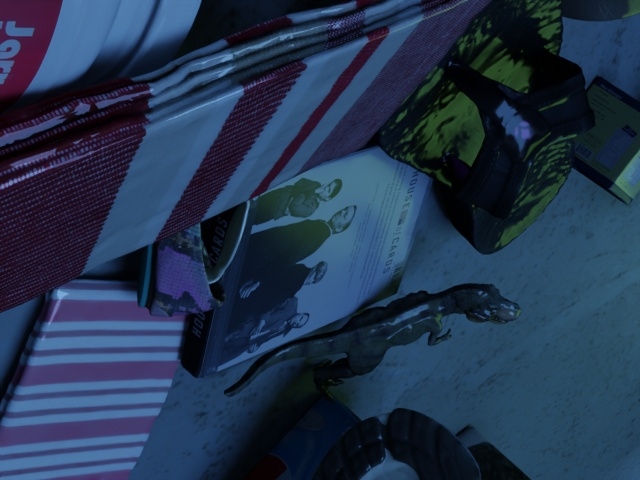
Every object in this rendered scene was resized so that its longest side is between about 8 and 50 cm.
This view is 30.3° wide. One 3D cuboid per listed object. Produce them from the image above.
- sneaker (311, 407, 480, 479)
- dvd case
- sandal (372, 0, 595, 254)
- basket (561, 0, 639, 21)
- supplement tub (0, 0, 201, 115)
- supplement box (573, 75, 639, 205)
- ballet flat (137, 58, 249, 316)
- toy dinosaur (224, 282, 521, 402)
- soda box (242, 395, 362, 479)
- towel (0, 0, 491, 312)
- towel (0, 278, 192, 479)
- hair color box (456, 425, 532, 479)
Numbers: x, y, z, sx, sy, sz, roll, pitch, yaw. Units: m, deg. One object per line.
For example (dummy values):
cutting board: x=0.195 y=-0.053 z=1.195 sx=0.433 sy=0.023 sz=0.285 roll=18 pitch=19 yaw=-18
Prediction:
sneaker: x=0.005 y=0.328 z=1.080 sx=0.410 sy=0.158 sz=0.182 roll=-48 pitch=162 yaw=8
dvd case: x=0.000 y=0.000 z=0.945 sx=0.238 sy=0.029 sz=0.179 roll=-20 pitch=137 yaw=-44
sandal: x=0.155 y=-0.079 z=0.918 sx=0.167 sy=0.107 sz=0.446 roll=-48 pitch=157 yaw=2
basket: x=0.196 y=-0.277 z=0.821 sx=0.204 sy=0.154 sz=0.227 roll=-42 pitch=148 yaw=-15
supplement tub: x=-0.200 y=-0.140 z=0.482 sx=0.272 sy=0.191 sz=0.191 roll=-8 pitch=128 yaw=-42
supplement box: x=0.279 y=-0.095 z=1.127 sx=0.083 sy=0.083 sz=0.056 roll=-53 pitch=145 yaw=8
ballet flat: x=-0.086 y=-0.038 z=0.786 sx=0.079 sy=0.077 sz=0.221 roll=-4 pitch=130 yaw=-9
toy dinosaur: x=0.039 y=0.092 z=1.050 sx=0.268 sy=0.064 sz=0.118 roll=-19 pitch=164 yaw=-10
soda box: x=-0.032 y=0.249 z=1.128 sx=0.210 sy=0.067 sz=0.071 roll=-47 pitch=144 yaw=-4
towel: x=-0.078 y=-0.044 z=0.625 sx=0.329 sy=0.037 sz=0.237 roll=-26 pitch=171 yaw=-25
towel: x=-0.176 y=0.111 z=0.886 sx=0.144 sy=0.029 sz=0.197 roll=5 pitch=116 yaw=-49
hair color box: x=0.089 y=0.387 z=1.284 sx=0.374 sy=0.185 sz=0.114 roll=-31 pitch=140 yaw=-23
